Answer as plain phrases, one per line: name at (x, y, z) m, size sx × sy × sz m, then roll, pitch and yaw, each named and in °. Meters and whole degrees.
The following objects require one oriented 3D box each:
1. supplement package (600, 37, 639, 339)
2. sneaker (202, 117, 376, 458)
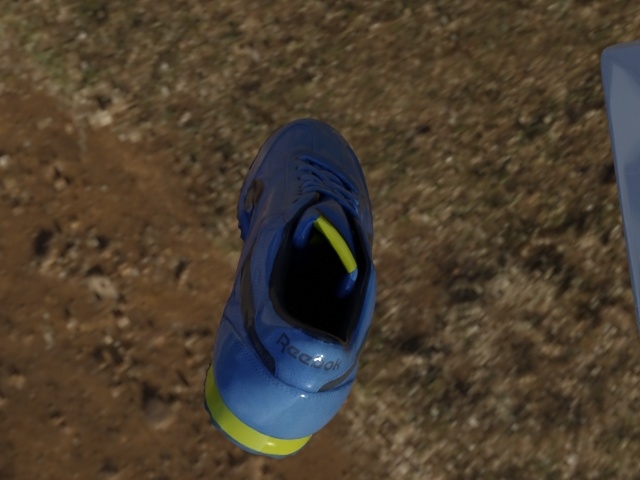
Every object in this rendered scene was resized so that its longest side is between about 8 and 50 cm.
supplement package at (0.246, -0.022, 0.687) m, size 0.194 × 0.203 × 0.149 m, roll -8°, pitch 88°, yaw 21°
sneaker at (0.000, 0.000, 0.709) m, size 0.069 × 0.209 × 0.082 m, roll 23°, pitch 128°, yaw -11°
